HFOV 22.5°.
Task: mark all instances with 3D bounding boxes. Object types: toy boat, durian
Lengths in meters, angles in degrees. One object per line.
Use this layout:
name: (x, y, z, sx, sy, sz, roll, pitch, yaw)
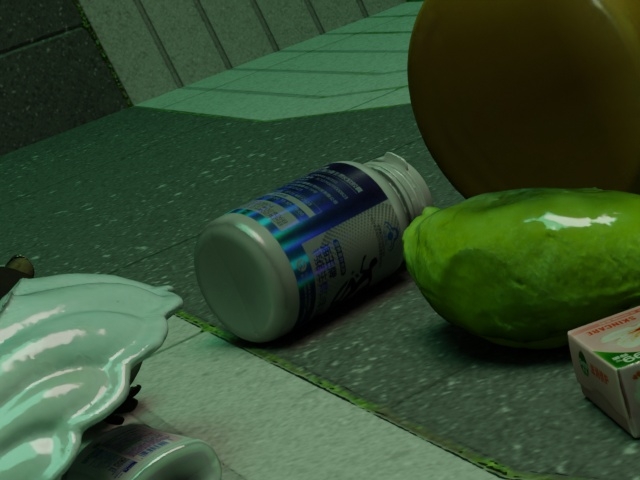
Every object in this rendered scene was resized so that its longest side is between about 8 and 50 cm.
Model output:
toy boat: (-0.192, 0.108, 0.992, 0.199, 0.100, 0.290, -44, 12, 34)
durian: (0.158, 0.011, 1.071, 0.250, 0.101, 0.139, -4, 18, 44)

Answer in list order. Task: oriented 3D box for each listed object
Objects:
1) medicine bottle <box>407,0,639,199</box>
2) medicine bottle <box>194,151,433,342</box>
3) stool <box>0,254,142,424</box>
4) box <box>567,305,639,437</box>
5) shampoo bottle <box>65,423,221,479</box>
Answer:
medicine bottle: (0.230, -0.150, 1.336, 0.238, 0.238, 0.232, -4, 19, 44)
medicine bottle: (0.000, 0.000, 1.297, 0.191, 0.107, 0.107, -27, 17, -38)
stool: (-0.215, 0.081, 1.213, 0.217, 0.125, 0.121, 1, 19, 28)
box: (0.214, 0.062, 0.920, 0.125, 0.043, 0.089, -19, 14, -8)
shampoo bottle: (-0.113, 0.144, 0.988, 0.072, 0.043, 0.099, -31, 18, -28)
